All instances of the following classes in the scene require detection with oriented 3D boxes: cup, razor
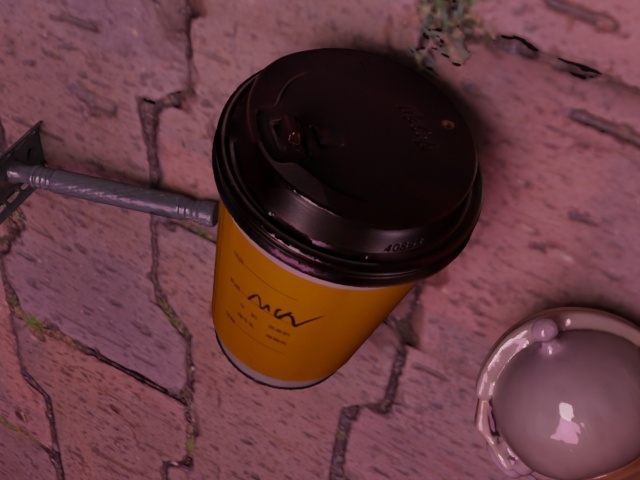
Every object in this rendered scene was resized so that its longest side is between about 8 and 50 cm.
[{"bbox_3d":[0.000,0.000,0.645,0.196,0.196,0.279,32,142,8],"label":"cup"},{"bbox_3d":[-0.210,-0.051,0.814,0.232,0.106,0.068,11,130,11],"label":"razor"}]

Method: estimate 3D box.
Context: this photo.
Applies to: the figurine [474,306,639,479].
[{"bbox_3d":[0.218,0.151,0.663,0.163,0.141,0.236,-30,103,14],"label":"figurine"}]
